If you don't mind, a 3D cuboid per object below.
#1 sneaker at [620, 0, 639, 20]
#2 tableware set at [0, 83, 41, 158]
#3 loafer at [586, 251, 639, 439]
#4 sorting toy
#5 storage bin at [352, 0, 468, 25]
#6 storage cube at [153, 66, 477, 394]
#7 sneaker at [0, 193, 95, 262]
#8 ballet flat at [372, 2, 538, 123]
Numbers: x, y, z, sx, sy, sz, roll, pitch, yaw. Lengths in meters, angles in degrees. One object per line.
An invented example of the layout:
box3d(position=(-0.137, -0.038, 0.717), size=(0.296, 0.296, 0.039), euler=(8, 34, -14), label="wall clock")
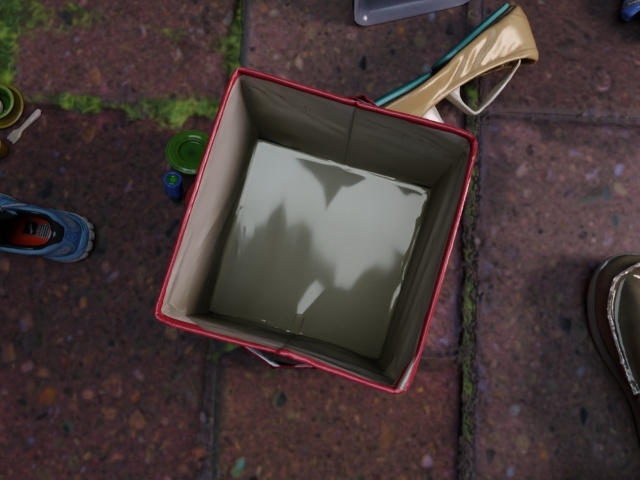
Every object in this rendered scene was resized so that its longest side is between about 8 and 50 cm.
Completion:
box3d(position=(0.374, -0.226, 0.579), size=(0.135, 0.052, 0.058), euler=(27, 94, 11), label="sneaker")
box3d(position=(-0.378, -0.142, 0.577), size=(0.154, 0.024, 0.104), euler=(39, 85, 4), label="tableware set")
box3d(position=(0.328, 0.128, 0.510), size=(0.094, 0.087, 0.251), euler=(-19, 83, -2), label="loafer")
box3d(position=(-0.125, -0.057, 0.563), size=(0.061, 0.042, 0.102), euler=(-16, 71, -17), label="sorting toy")
box3d(position=(0.088, -0.294, 0.566), size=(0.135, 0.098, 0.091), euler=(-14, 73, -2), label="storage bin")
box3d(position=(0.000, 0.000, 0.474), size=(0.184, 0.193, 0.215), euler=(16, 82, 2), label="storage cube")
box3d(position=(-0.306, -0.018, 0.536), size=(0.162, 0.073, 0.063), euler=(6, 83, 1), label="sneaker")
box3d(position=(0.120, -0.143, 0.553), size=(0.232, 0.080, 0.073), euler=(-36, 99, -3), label="ballet flat")
